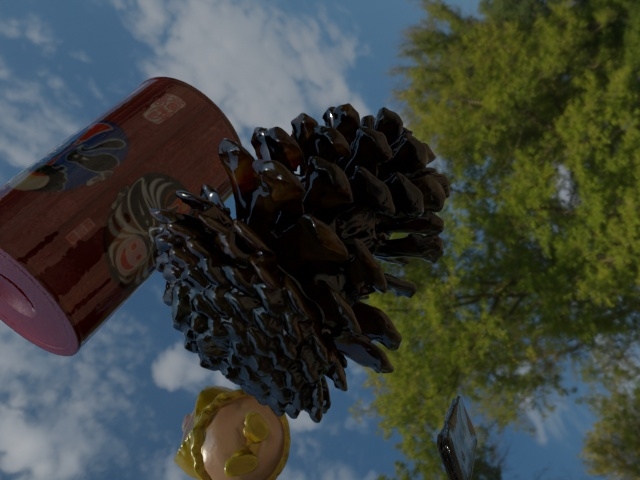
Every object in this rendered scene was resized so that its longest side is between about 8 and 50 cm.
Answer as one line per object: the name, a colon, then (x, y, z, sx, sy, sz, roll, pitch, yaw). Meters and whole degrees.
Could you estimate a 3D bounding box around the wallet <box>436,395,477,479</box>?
wallet: (0.174, 0.252, 0.791, 0.082, 0.018, 0.156, 69, -161, -1)

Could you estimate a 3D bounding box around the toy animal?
toy animal: (-0.116, 0.268, 0.864, 0.156, 0.230, 0.156, 3, -101, -14)

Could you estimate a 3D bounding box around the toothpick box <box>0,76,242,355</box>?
toothpick box: (-0.270, -0.042, 0.815, 0.204, 0.204, 0.333, 45, -129, -9)

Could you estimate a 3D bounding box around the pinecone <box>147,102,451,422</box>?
pinecone: (0.001, 0.003, 0.560, 0.246, 0.246, 0.292, 48, -114, -5)
